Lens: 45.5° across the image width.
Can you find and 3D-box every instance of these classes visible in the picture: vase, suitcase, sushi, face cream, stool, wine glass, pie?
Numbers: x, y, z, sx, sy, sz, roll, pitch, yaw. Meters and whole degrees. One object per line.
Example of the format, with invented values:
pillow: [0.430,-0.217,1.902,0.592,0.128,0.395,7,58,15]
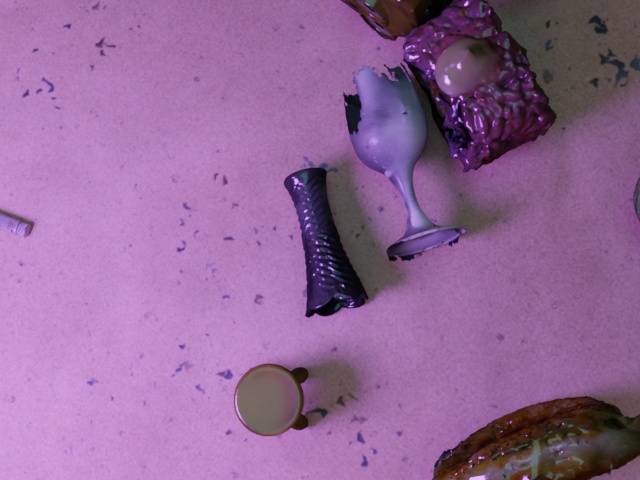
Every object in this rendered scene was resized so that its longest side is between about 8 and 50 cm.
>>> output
vase: [0.000,0.000,1.276,0.115,0.115,0.237,-16,75,3]
suitcase: [0.108,-0.445,1.293,0.235,0.194,0.143,38,94,16]
sushi: [0.244,-0.257,1.231,0.171,0.236,0.270,-28,81,9]
face cream: [-0.580,-0.035,1.387,0.115,0.020,0.038,19,83,11]
stool: [-0.075,0.256,1.231,0.134,0.110,0.135,44,86,11]
wine glass: [0.132,-0.132,1.267,0.143,0.143,0.321,-18,76,3]
pie: [0.300,0.303,1.088,0.355,0.288,0.103,-21,79,2]

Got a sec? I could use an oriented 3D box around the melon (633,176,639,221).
melon: [0.627,-0.036,1.169,0.288,0.182,0.182,29,84,8]
